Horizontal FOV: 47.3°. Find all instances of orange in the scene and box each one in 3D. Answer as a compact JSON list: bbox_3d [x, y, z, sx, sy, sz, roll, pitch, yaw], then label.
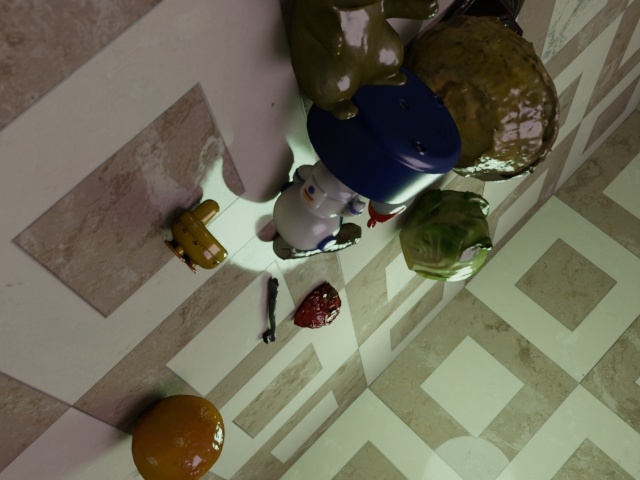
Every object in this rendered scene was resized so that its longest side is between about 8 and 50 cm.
[{"bbox_3d":[-0.319,0.447,1.639,0.219,0.193,0.219,-38,-157,20],"label":"orange"}]

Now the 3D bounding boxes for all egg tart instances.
[{"bbox_3d":[0.281,-0.250,1.393,0.132,0.345,0.345,-38,158,-42],"label":"egg tart"}]

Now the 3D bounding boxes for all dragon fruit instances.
[{"bbox_3d":[0.009,0.179,1.988,0.162,0.083,0.106,-30,150,-35],"label":"dragon fruit"}]

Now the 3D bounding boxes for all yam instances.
[{"bbox_3d":[0.000,0.000,1.676,0.317,0.071,0.067,-12,102,-57],"label":"yam"}]

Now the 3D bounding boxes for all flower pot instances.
[{"bbox_3d":[0.316,-0.390,1.516,0.251,0.084,0.178,-49,144,14],"label":"flower pot"}]

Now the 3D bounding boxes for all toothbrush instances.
[{"bbox_3d":[-0.120,0.177,1.800,0.030,0.030,0.297,-27,152,-23],"label":"toothbrush"}]

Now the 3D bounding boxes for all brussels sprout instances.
[{"bbox_3d":[0.370,-0.016,2.113,0.294,0.260,0.227,-26,144,5],"label":"brussels sprout"}]

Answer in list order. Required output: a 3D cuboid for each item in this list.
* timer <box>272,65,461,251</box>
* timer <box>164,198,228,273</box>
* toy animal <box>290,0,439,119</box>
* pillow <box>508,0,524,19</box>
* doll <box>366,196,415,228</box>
[{"bbox_3d":[0.041,-0.124,1.349,0.270,0.270,0.383,-22,161,-49],"label":"timer"},{"bbox_3d":[-0.196,-0.008,1.227,0.109,0.107,0.107,-42,158,-6],"label":"timer"},{"bbox_3d":[0.046,-0.346,1.014,0.181,0.180,0.363,-32,152,-26],"label":"toy animal"},{"bbox_3d":[0.362,-0.443,1.634,0.212,0.052,0.208,-24,148,-39],"label":"pillow"},{"bbox_3d":[0.206,-0.173,1.748,0.337,0.105,0.199,-59,159,4],"label":"doll"}]
